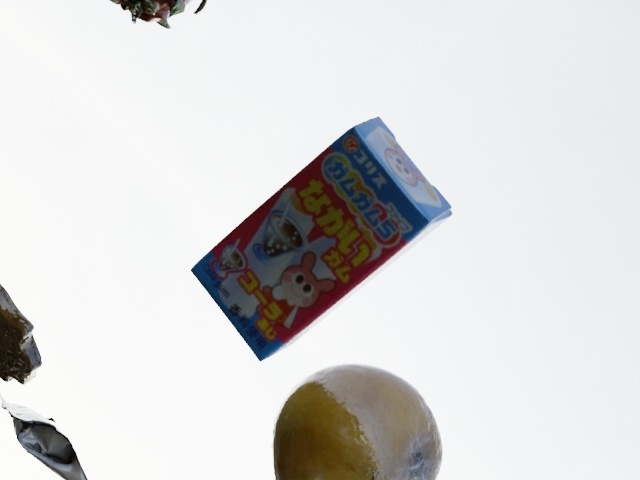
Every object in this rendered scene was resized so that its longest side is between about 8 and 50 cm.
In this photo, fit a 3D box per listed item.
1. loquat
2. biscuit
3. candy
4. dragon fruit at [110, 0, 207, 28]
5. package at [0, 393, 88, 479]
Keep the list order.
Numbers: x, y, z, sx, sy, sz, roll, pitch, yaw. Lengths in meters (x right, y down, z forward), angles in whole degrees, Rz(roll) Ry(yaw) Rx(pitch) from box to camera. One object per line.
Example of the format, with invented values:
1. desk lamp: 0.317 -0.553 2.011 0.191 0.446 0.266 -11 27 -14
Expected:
1. loquat: 0.051 0.309 2.214 0.263 0.263 0.263 41 -32 33
2. biscuit: -0.418 0.105 1.944 0.215 0.034 0.182 3 -57 54
3. candy: -0.001 0.000 1.888 0.306 0.100 0.157 -39 -96 23
4. dragon fruit: -0.200 -0.391 1.941 0.137 0.135 0.236 19 -73 29
5. package: -0.409 0.339 2.359 0.251 0.062 0.204 51 -12 -12
